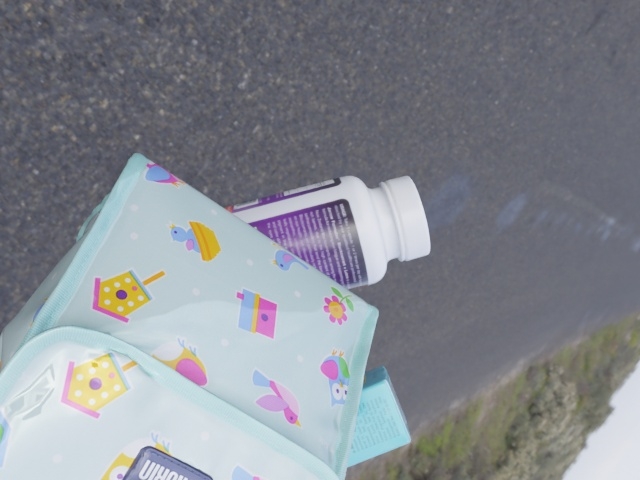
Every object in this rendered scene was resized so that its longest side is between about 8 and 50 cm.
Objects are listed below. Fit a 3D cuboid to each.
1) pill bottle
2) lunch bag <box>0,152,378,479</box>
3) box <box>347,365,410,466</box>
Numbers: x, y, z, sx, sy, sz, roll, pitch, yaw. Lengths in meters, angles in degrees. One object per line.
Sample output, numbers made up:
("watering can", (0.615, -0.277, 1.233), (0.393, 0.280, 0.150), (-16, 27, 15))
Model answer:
("pill bottle", (0.000, 0.000, 0.672), (0.194, 0.108, 0.108), (-15, 150, -1))
("lunch bag", (-0.097, 0.111, 0.447), (0.160, 0.223, 0.262), (-39, -156, 41))
("box", (-0.041, 0.194, 0.658), (0.245, 0.060, 0.100), (-22, 176, 2))
